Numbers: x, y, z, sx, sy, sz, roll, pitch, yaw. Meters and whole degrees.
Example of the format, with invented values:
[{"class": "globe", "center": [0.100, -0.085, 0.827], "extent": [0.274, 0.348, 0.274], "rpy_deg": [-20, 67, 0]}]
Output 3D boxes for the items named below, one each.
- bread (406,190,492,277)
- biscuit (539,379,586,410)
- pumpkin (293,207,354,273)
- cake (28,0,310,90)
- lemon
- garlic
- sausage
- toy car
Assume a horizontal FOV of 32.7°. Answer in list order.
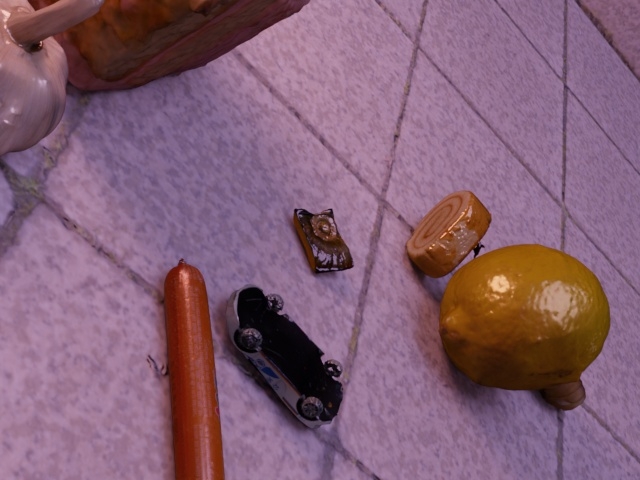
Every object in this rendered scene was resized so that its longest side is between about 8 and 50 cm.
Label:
[{"class": "bread", "center": [0.207, -0.008, 1.754], "extent": [0.073, 0.149, 0.122], "rpy_deg": [46, -7, -20]}, {"class": "biscuit", "center": [0.388, 0.225, 1.866], "extent": [0.183, 0.061, 0.118], "rpy_deg": [52, -8, -12]}, {"class": "pumpkin", "center": [-0.001, 0.002, 1.551], "extent": [0.073, 0.035, 0.101], "rpy_deg": [-8, 74, -43]}, {"class": "cake", "center": [-0.209, -0.367, 1.330], "extent": [0.314, 0.293, 0.307], "rpy_deg": [63, 27, -2]}, {"class": "lemon", "center": [0.310, 0.119, 1.679], "extent": [0.288, 0.233, 0.233], "rpy_deg": [-8, 67, -20]}, {"class": "garlic", "center": [-0.312, -0.197, 1.110], "extent": [0.199, 0.226, 0.199], "rpy_deg": [40, 36, -37]}, {"class": "sausage", "center": [-0.140, 0.171, 1.207], "extent": [0.053, 0.053, 0.348], "rpy_deg": [24, 47, -43]}, {"class": "toy car", "center": [-0.046, 0.143, 1.354], "extent": [0.205, 0.056, 0.095], "rpy_deg": [48, 34, -11]}]
